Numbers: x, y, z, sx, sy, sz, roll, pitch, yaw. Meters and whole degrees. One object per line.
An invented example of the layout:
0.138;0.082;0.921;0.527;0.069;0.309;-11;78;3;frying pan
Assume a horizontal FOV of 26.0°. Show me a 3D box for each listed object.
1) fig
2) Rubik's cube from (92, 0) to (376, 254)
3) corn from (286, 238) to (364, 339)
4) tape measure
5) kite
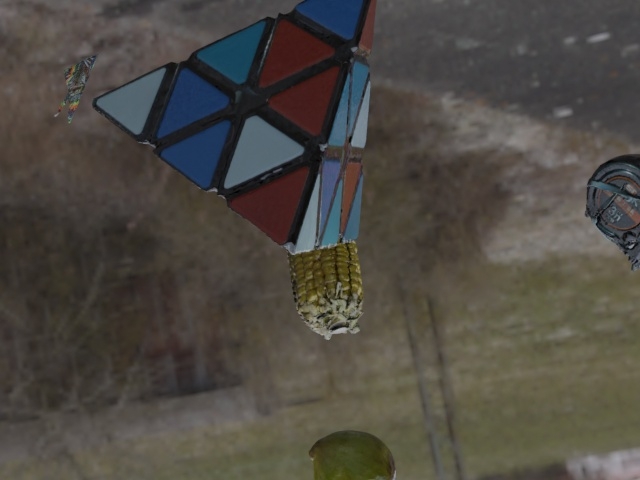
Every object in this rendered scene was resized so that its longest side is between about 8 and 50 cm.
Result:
0.053;0.353;2.038;0.121;0.153;0.136;-11;180;8;fig
-0.011;-0.079;1.150;0.284;0.234;0.250;32;116;-22;Rubik's cube
0.000;0.000;2.026;0.115;0.317;0.115;-5;146;-4;corn
0.290;-0.034;1.271;0.054;0.094;0.091;-12;151;-49;tape measure
-0.263;-0.168;1.487;0.004;0.090;0.122;28;163;4;kite
